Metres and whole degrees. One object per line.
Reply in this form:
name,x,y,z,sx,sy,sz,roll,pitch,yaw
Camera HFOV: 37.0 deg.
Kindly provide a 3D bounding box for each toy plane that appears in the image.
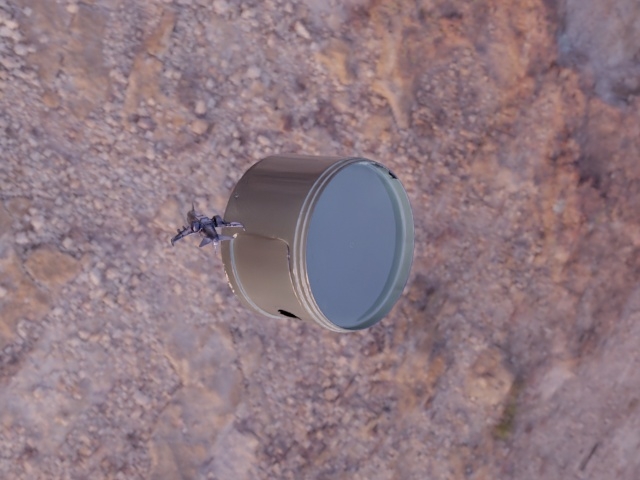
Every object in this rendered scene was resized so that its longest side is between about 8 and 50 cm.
toy plane,-0.120,-0.014,0.976,0.078,0.083,0.031,-13,123,-24

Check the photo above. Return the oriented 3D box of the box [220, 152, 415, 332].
box,0.000,0.000,1.256,0.226,0.149,0.226,-9,102,-47
